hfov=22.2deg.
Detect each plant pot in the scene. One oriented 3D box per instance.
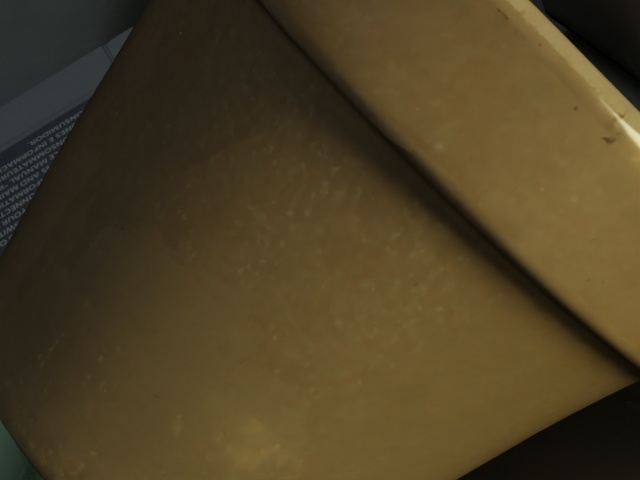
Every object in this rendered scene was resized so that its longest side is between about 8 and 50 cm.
[{"bbox_3d":[0.000,0.000,0.588,0.229,0.263,0.263,-44,43,10],"label":"plant pot"}]

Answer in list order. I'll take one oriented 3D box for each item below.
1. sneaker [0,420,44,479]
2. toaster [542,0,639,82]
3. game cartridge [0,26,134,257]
[{"bbox_3d":[-0.186,0.117,0.597,0.094,0.151,0.256,29,78,14],"label":"sneaker"},{"bbox_3d":[0.194,-0.133,0.683,0.168,0.110,0.185,-36,44,-5],"label":"toaster"},{"bbox_3d":[-0.137,0.014,0.765,0.294,0.060,0.196,-32,40,-1],"label":"game cartridge"}]
